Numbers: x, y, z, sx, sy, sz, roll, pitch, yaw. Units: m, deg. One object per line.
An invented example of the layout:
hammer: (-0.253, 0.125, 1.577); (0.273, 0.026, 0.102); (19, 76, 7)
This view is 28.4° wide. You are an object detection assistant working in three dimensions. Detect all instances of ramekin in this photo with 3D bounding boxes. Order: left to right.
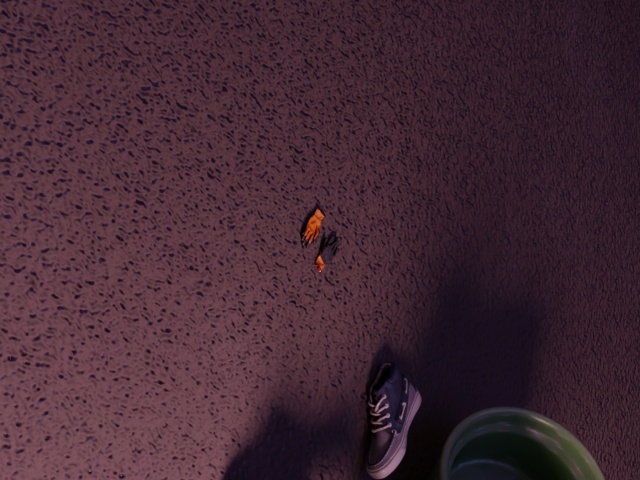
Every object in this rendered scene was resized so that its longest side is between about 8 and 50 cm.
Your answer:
ramekin: (0.314, 0.442, 2.102); (0.303, 0.148, 0.303); (11, 51, -14)

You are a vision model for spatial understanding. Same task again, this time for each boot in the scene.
boot: (0.099, 0.287, 2.031); (0.086, 0.069, 0.190); (52, 39, -24)

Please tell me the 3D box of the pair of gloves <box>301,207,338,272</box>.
pair of gloves: (0.000, 0.000, 1.984); (0.083, 0.010, 0.074); (58, 44, -30)
